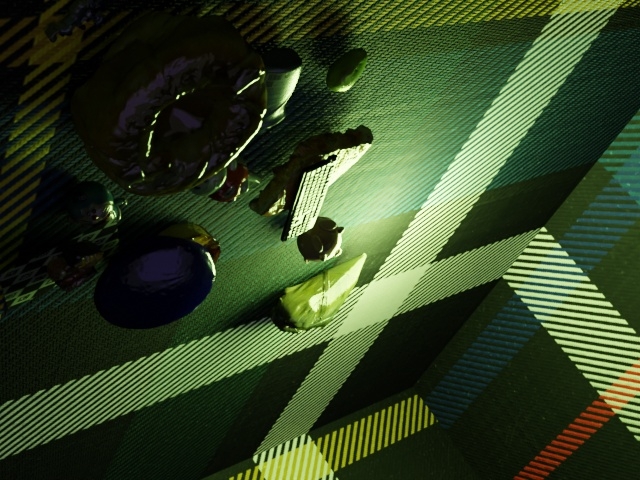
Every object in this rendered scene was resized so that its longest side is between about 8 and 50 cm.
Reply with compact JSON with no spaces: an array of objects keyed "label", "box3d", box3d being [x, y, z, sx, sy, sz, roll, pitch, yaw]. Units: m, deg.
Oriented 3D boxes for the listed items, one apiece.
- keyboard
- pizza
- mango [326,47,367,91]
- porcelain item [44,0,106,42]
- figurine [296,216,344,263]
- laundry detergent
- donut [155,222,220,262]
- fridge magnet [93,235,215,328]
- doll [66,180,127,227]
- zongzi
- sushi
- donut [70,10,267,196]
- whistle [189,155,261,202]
[{"label":"keyboard","box3d":[-0.026,-0.093,2.263,0.101,0.018,0.310,-27,159,-25]},{"label":"pizza","box3d":[-0.024,-0.174,2.233,0.335,0.086,0.226,-34,160,-5]},{"label":"mango","box3d":[0.056,-0.355,2.052,0.108,0.056,0.073,-47,160,15]},{"label":"porcelain item","box3d":[-0.361,-0.352,1.533,0.136,0.021,0.075,-42,160,14]},{"label":"figurine","box3d":[0.000,0.000,2.547,0.125,0.125,0.138,-31,169,-12]},{"label":"laundry detergent","box3d":[-0.102,-0.286,1.957,0.096,0.061,0.206,-23,153,-33]},{"label":"donut","box3d":[-0.314,0.027,2.228,0.166,0.073,0.184,-47,154,24]},{"label":"fridge magnet","box3d":[-0.352,0.087,2.095,0.265,0.113,0.265,-18,140,-16]},{"label":"doll","box3d":[-0.433,-0.064,1.889,0.114,0.085,0.152,-31,165,-3]},{"label":"zongzi","box3d":[-0.003,0.142,2.804,0.274,0.125,0.251,-50,160,23]},{"label":"sushi","box3d":[-0.505,0.069,1.976,0.264,0.050,0.290,-29,172,-18]},{"label":"donut","box3d":[-0.261,-0.231,1.717,0.360,0.170,0.360,-27,149,-18]},{"label":"whistle","box3d":[-0.210,-0.133,2.050,0.101,0.106,0.253,-2,176,31]}]
